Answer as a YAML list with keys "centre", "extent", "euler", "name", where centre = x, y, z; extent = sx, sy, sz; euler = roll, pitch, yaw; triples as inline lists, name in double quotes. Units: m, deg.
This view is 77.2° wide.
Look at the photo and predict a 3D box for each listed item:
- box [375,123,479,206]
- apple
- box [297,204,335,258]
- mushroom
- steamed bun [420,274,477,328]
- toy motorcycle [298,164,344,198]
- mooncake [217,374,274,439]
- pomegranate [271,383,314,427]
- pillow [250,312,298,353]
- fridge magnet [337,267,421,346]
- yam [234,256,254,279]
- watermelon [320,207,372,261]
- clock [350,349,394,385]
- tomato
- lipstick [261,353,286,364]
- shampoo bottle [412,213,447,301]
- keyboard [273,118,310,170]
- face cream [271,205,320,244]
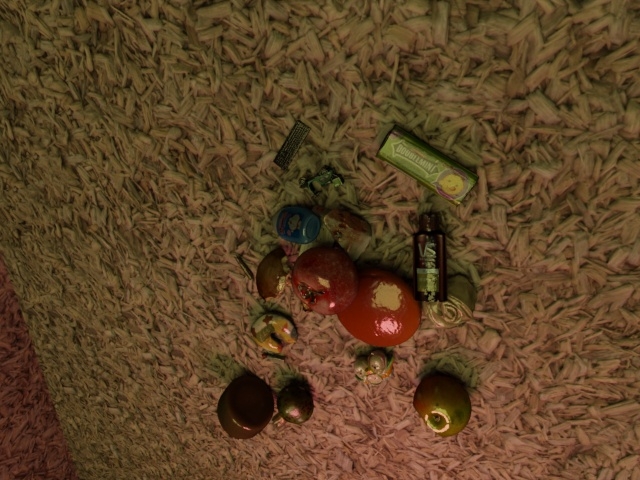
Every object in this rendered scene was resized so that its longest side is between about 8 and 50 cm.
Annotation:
- centre: [0.368, -0.263, 1.406]
  extent: [0.346, 0.097, 0.134]
  euler: [33, 117, 2]
  name: "box"
- centre: [0.516, 0.713, 1.717]
  extent: [0.247, 0.226, 0.245]
  euler: [7, 113, 17]
  name: "apple"
- centre: [0.000, 0.000, 1.651]
  extent: [0.135, 0.079, 0.269]
  euler: [21, 117, 8]
  name: "box"
- centre: [-0.162, 0.173, 1.763]
  extent: [0.208, 0.232, 0.301]
  euler: [3, 157, 27]
  name: "mushroom"
- centre: [0.505, 0.263, 1.567]
  extent: [0.218, 0.144, 0.210]
  euler: [-17, 107, 24]
  name: "steamed bun"
- centre: [-0.003, -0.228, 1.566]
  extent: [0.173, 0.058, 0.100]
  euler: [-22, 110, 23]
  name: "toy motorcycle"
- centre: [-0.383, 0.849, 2.035]
  extent: [0.284, 0.284, 0.155]
  euler: [41, 121, -2]
  name: "mooncake"
- centre: [-0.145, 0.834, 1.995]
  extent: [0.202, 0.202, 0.248]
  euler: [44, 94, -4]
  name: "pomegranate"
- centre: [-0.224, 0.441, 1.925]
  extent: [0.233, 0.086, 0.214]
  euler: [-38, 108, 25]
  name: "pillow"
- centre: [0.232, 0.273, 1.647]
  extent: [0.364, 0.155, 0.362]
  euler: [9, 116, 19]
  name: "fridge magnet"
- centre: [-0.352, 0.125, 1.849]
  extent: [0.129, 0.027, 0.033]
  euler: [58, 156, -13]
  name: "yam"
- centre: [0.094, -0.040, 1.538]
  extent: [0.241, 0.094, 0.154]
  euler: [36, 96, -31]
  name: "watermelon"
- centre: [0.239, 0.573, 1.815]
  extent: [0.231, 0.103, 0.144]
  euler: [-36, 107, 29]
  name: "clock"
- centre: [0.025, 0.148, 1.532]
  extent: [0.270, 0.227, 0.270]
  euler: [29, 136, 33]
  name: "tomato"
- centre: [-0.240, 0.592, 2.017]
  extent: [0.130, 0.030, 0.030]
  euler: [9, 115, 14]
  name: "lipstick"
- centre: [0.406, 0.063, 1.490]
  extent: [0.129, 0.084, 0.322]
  euler: [1, 93, 25]
  name: "shampoo bottle"
- centre: [-0.113, -0.369, 1.564]
  extent: [0.067, 0.011, 0.202]
  euler: [37, 118, 1]
  name: "keyboard"
- centre: [-0.109, -0.068, 1.597]
  extent: [0.264, 0.083, 0.148]
  euler: [13, 88, 51]
  name: "face cream"
